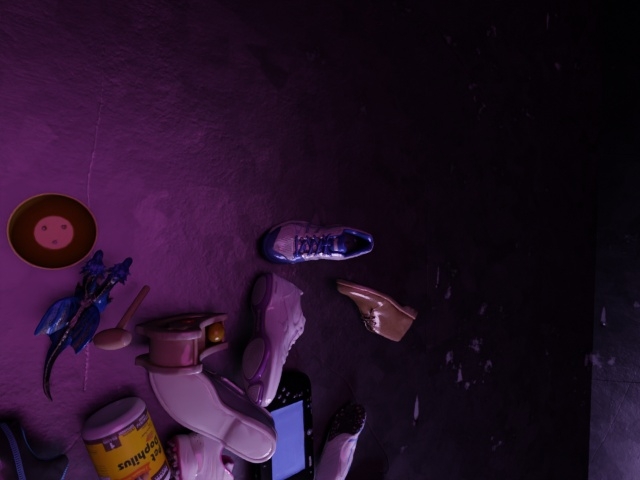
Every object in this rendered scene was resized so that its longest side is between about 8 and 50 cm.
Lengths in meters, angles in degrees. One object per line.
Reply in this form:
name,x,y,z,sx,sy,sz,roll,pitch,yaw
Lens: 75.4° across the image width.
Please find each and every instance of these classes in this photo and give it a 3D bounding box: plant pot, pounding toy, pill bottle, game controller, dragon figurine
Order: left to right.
plant pot,-0.485,-0.016,0.757,0.134,0.095,0.134,0,89,-32
dragon figurine,-0.443,0.147,0.745,0.085,0.144,0.289,32,72,-15
pill bottle,-0.371,0.430,0.811,0.117,0.117,0.215,-23,102,-31
pounding toy,-0.275,0.165,0.809,0.269,0.154,0.155,1,89,-67
game controller,-0.088,0.492,1.025,0.166,0.067,0.319,-2,91,-33

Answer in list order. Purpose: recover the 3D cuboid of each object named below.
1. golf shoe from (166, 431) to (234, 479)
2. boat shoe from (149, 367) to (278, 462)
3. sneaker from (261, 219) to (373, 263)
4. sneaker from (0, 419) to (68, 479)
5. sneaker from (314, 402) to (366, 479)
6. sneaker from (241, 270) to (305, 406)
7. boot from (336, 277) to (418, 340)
golf shoe,-0.242,0.559,0.899,0.140,0.115,0.306,-9,95,-36
boat shoe,-0.228,0.354,0.908,0.319,0.099,0.116,37,98,-3
sneaker,0.000,0.000,1.052,0.296,0.131,0.112,-7,95,-31
sneaker,-0.596,0.354,0.689,0.341,0.125,0.140,48,38,-20
sneaker,0.056,0.556,1.119,0.237,0.085,0.086,-60,151,-25
sneaker,-0.093,0.227,0.965,0.152,0.114,0.305,28,55,-37
boot,0.151,0.197,1.167,0.305,0.112,0.115,31,83,-31
